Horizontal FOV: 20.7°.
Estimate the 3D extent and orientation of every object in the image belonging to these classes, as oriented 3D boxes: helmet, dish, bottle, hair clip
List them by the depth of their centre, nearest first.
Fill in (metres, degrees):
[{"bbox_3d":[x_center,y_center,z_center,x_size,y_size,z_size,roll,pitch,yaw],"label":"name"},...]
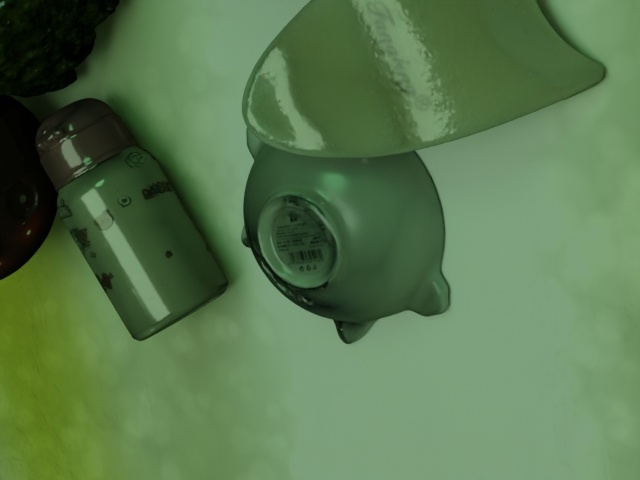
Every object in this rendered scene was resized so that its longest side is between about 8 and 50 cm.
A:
[{"bbox_3d":[0.067,-0.156,1.448,0.282,0.113,0.173,-19,97,39],"label":"hair clip"},{"bbox_3d":[0.000,0.000,1.577,0.236,0.086,0.228,24,121,27],"label":"dish"},{"bbox_3d":[-0.190,-0.026,1.693,0.110,0.110,0.233,-33,87,40],"label":"bottle"},{"bbox_3d":[-0.358,-0.057,1.747,0.189,0.193,0.216,4,103,42],"label":"helmet"}]

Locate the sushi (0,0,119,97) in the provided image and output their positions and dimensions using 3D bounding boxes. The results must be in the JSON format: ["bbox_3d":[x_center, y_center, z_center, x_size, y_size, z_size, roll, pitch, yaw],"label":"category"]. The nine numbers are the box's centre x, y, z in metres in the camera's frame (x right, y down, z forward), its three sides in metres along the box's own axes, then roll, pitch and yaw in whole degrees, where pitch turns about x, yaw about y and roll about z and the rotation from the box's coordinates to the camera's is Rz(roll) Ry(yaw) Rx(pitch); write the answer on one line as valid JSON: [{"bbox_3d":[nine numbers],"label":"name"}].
[{"bbox_3d":[-0.340,-0.319,1.640,0.352,0.178,0.294,50,127,13],"label":"sushi"}]
